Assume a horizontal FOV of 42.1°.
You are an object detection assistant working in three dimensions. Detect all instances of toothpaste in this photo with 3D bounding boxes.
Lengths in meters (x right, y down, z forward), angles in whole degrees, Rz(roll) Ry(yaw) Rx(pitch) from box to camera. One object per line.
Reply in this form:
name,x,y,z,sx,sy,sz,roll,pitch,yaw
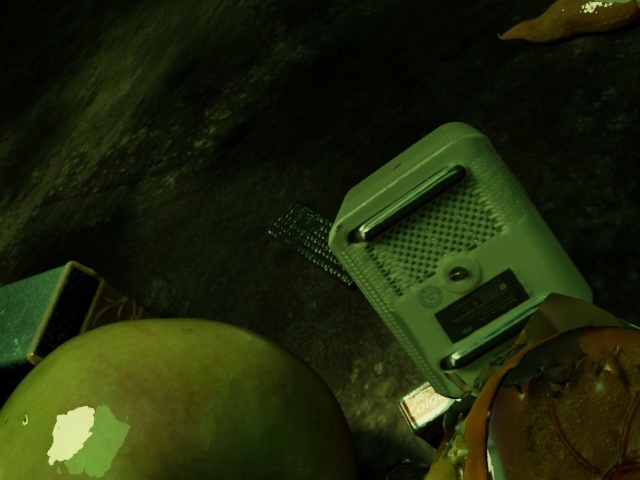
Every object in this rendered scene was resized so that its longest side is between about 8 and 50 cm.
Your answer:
toothpaste,0.162,0.112,0.750,0.196,0.047,0.040,-35,52,10

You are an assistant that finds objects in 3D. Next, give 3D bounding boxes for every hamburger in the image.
hamburger,0.185,0.164,0.547,0.262,0.138,0.243,34,63,20

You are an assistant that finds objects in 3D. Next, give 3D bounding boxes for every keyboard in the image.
keyboard,0.000,0.000,1.031,0.061,0.013,0.204,-48,37,-8

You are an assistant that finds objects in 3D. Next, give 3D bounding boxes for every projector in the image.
projector,0.117,0.003,0.734,0.163,0.177,0.242,-34,7,9

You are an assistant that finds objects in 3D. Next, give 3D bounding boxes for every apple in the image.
apple,-0.136,0.213,0.706,0.319,0.319,0.277,-52,34,-12

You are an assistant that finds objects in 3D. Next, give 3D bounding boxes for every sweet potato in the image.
sweet potato,0.296,-0.265,0.994,0.195,0.056,0.056,-8,49,44

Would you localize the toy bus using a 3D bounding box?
toy bus,-0.377,0.158,1.070,0.324,0.194,0.161,-16,46,31
